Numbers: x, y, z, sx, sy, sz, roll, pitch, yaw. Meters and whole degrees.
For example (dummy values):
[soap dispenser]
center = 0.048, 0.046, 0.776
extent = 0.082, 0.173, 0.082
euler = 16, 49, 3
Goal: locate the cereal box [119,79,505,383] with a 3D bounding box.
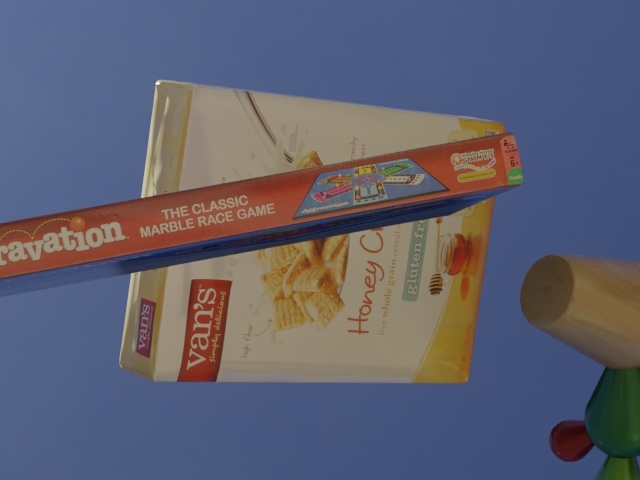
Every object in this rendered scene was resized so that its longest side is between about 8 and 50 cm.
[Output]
[cereal box]
center = 0.000, 0.000, 1.072
extent = 0.240, 0.047, 0.173
euler = 3, -82, -37

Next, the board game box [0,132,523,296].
[board game box]
center = -0.059, -0.006, 0.825
extent = 0.281, 0.145, 0.027
euler = -10, -92, -10

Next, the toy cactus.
[toy cactus]
center = 0.166, 0.034, 0.830
extent = 0.181, 0.219, 0.112
euler = 18, -148, -37
